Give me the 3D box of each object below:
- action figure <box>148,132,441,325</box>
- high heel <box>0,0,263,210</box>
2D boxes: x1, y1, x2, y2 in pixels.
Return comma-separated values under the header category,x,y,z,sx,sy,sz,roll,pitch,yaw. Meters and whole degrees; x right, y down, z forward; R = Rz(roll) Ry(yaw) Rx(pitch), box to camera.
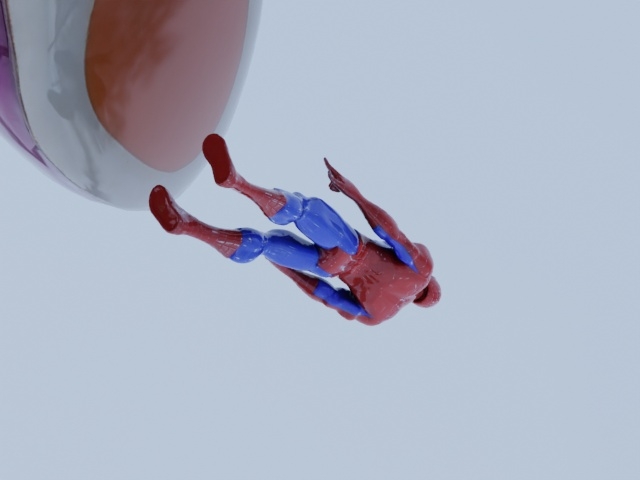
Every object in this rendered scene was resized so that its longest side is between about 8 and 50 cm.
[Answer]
category,x,y,z,sx,sy,sz,roll,pitch,yaw
action figure,0.000,0.000,0.563,0.038,0.030,0.115,-46,-45,17
high heel,-0.131,-0.147,0.506,0.181,0.127,0.377,23,-27,25
